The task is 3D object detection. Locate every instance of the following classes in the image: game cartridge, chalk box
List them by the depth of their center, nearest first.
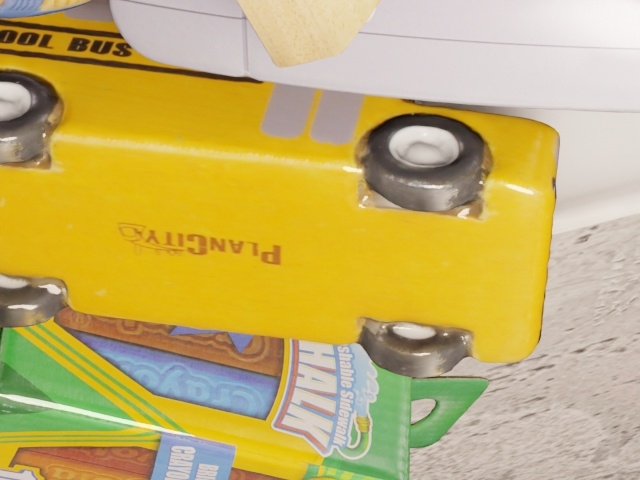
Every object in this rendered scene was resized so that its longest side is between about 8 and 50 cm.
[{"bbox_3d":[0.076,-0.108,0.795,0.297,0.198,0.062,6,118,13],"label":"game cartridge"},{"bbox_3d":[-0.053,0.082,1.089,0.289,0.179,0.180,15,144,-14],"label":"chalk box"}]

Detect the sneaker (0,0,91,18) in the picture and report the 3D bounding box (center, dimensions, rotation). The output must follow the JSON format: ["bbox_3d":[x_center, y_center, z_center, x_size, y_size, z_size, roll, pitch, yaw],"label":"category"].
[{"bbox_3d":[-0.223,-0.129,0.795,0.296,0.112,0.131,-2,167,-23],"label":"sneaker"}]

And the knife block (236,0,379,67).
[{"bbox_3d":[-0.049,-0.196,0.582,0.242,0.088,0.276,17,140,-17],"label":"knife block"}]

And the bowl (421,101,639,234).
[{"bbox_3d":[0.169,-0.083,0.981,0.298,0.134,0.298,-14,180,0],"label":"bowl"}]

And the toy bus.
[{"bbox_3d":[-0.063,-0.035,0.854,0.332,0.130,0.108,6,131,7],"label":"toy bus"}]
